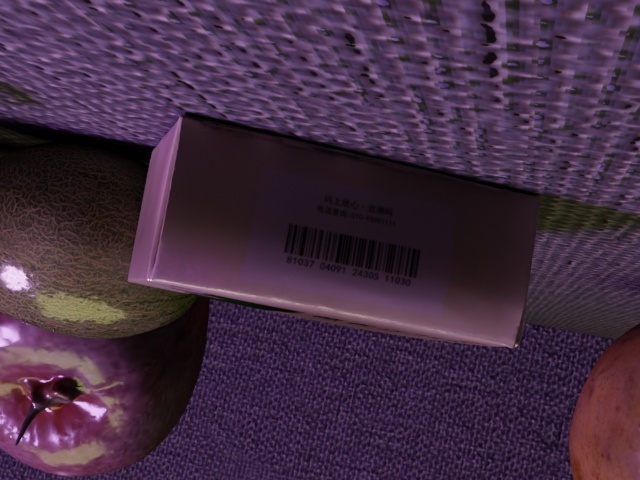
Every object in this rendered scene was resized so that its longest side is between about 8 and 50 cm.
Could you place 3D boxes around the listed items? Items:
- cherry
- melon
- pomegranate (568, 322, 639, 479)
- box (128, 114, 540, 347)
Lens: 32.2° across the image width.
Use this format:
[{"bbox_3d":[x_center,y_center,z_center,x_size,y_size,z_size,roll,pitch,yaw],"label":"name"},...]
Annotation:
[{"bbox_3d":[-0.206,0.060,0.976,0.221,0.261,0.307,4,-144,21],"label":"cherry"},{"bbox_3d":[-0.173,-0.002,0.781,0.192,0.139,0.139,16,175,-5],"label":"melon"},{"bbox_3d":[0.400,0.200,1.043,0.322,0.322,0.322,11,176,1],"label":"pomegranate"},{"bbox_3d":[0.000,0.000,0.668,0.212,0.095,0.168,11,173,-13],"label":"box"}]
